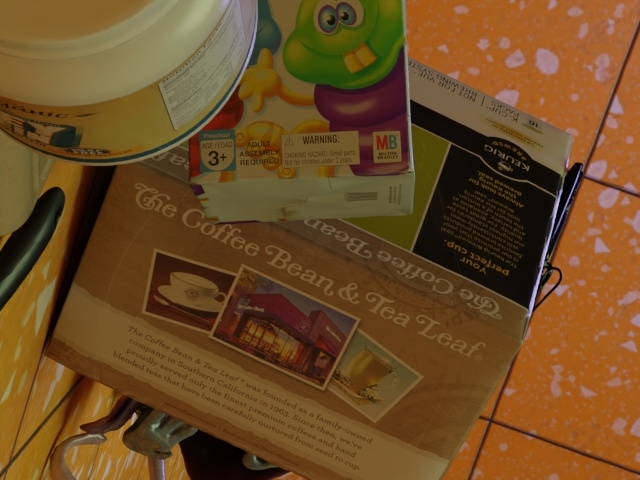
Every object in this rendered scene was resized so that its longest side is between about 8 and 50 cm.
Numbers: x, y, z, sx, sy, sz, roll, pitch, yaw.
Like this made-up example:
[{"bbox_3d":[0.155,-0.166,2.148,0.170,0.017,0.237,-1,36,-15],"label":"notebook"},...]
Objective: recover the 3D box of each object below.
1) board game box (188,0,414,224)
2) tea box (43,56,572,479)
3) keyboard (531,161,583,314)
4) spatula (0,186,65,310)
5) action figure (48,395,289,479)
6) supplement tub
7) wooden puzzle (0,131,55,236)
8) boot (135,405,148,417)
[{"bbox_3d":[-0.016,-0.160,1.228,0.144,0.142,0.275,79,8,-79],"label":"board game box"},{"bbox_3d":[0.000,0.000,1.528,0.323,0.329,0.220,-65,-179,-56],"label":"tea box"},{"bbox_3d":[0.186,0.033,1.567,0.100,0.038,0.192,118,-3,-71],"label":"keyboard"},{"bbox_3d":[-0.217,0.086,1.105,0.084,0.030,0.296,100,9,-61],"label":"spatula"},{"bbox_3d":[-0.108,0.108,1.837,0.276,0.248,0.370,-38,-148,11],"label":"action figure"},{"bbox_3d":[-0.100,-0.117,0.781,0.199,0.144,0.144,89,21,-82],"label":"supplement tub"},{"bbox_3d":[-0.138,-0.144,1.028,0.221,0.044,0.238,105,9,-62],"label":"wooden puzzle"},{"bbox_3d":[-0.147,0.093,2.075,0.236,0.085,0.178,-63,178,-17],"label":"boot"}]
